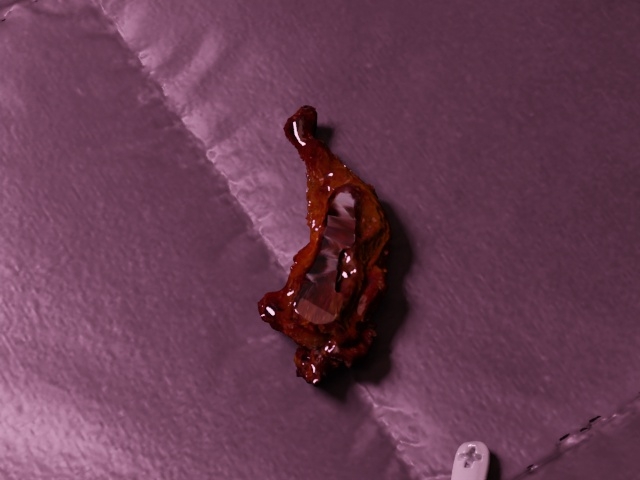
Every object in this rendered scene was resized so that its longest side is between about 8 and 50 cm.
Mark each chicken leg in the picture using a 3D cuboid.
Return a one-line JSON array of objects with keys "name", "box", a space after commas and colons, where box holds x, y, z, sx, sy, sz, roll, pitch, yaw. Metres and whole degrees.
[{"name": "chicken leg", "box": [0.006, 0.002, 1.399, 0.089, 0.048, 0.219, 6, 64, 2]}]

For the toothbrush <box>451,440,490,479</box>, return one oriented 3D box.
[{"name": "toothbrush", "box": [0.078, 0.269, 1.281, 0.030, 0.030, 0.304, 8, 62, 6]}]
